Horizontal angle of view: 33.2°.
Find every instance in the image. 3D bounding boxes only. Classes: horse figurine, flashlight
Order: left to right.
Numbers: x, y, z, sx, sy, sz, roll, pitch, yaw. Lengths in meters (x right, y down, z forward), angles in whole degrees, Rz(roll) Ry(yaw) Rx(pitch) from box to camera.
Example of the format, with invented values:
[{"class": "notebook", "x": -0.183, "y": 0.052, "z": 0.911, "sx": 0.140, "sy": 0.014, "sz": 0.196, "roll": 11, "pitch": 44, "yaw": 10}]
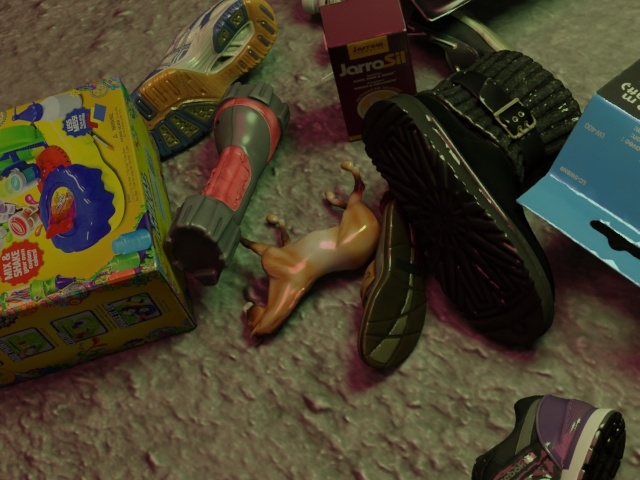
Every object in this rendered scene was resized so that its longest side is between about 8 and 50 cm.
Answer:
[{"class": "flashlight", "x": -0.119, "y": -0.086, "z": 1.367, "sx": 0.103, "sy": 0.103, "sz": 0.304, "roll": 27, "pitch": 40, "yaw": -6}, {"class": "horse figurine", "x": 0.000, "y": 0.000, "z": 1.350, "sx": 0.263, "sy": 0.066, "sz": 0.174, "roll": -25, "pitch": 47, "yaw": -2}]

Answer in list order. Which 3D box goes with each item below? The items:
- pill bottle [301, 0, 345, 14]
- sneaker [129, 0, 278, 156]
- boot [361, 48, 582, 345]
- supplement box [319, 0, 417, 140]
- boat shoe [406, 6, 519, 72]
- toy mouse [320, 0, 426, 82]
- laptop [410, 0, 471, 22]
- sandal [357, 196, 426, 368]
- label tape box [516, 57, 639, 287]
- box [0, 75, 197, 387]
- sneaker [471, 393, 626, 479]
[{"class": "pill bottle", "x": 0.036, "y": -0.355, "z": 1.584, "sx": 0.120, "sy": 0.067, "sz": 0.067, "roll": 9, "pitch": 58, "yaw": 18}, {"class": "sneaker", "x": -0.188, "y": -0.234, "z": 1.546, "sx": 0.296, "sy": 0.112, "sz": 0.131, "roll": -44, "pitch": 30, "yaw": -10}, {"class": "boot", "x": 0.234, "y": -0.067, "z": 1.306, "sx": 0.260, "sy": 0.131, "sz": 0.348, "roll": -22, "pitch": 79, "yaw": -38}, {"class": "supplement box", "x": 0.068, "y": -0.228, "z": 1.414, "sx": 0.104, "sy": 0.188, "sz": 0.081, "roll": -12, "pitch": 55, "yaw": 4}, {"class": "boat shoe", "x": 0.214, "y": -0.260, "z": 1.487, "sx": 0.233, "sy": 0.084, "sz": 0.079, "roll": 43, "pitch": 111, "yaw": 26}, {"class": "toy mouse", "x": 0.051, "y": -0.277, "z": 1.531, "sx": 0.161, "sy": 0.031, "sz": 0.143, "roll": 41, "pitch": 97, "yaw": 21}, {"class": "laptop", "x": 0.203, "y": -0.505, "z": 1.618, "sx": 0.382, "sy": 0.236, "sz": 0.408, "roll": -30, "pitch": 13, "yaw": -9}, {"class": "sandal", "x": 0.079, "y": 0.051, "z": 1.287, "sx": 0.060, "sy": 0.090, "sz": 0.219, "roll": -18, "pitch": 58, "yaw": 47}, {"class": "label tape box", "x": 0.421, "y": -0.090, "z": 1.214, "sx": 0.240, "sy": 0.106, "sz": 0.333, "roll": 37, "pitch": 52, "yaw": 22}, {"class": "box", "x": -0.334, "y": -0.007, "z": 1.347, "sx": 0.279, "sy": 0.177, "sz": 0.290, "roll": -18, "pitch": 61, "yaw": 1}, {"class": "sneaker", "x": 0.202, "y": 0.285, "z": 1.103, "sx": 0.124, "sy": 0.107, "sz": 0.283, "roll": 13, "pitch": 55, "yaw": 38}]
